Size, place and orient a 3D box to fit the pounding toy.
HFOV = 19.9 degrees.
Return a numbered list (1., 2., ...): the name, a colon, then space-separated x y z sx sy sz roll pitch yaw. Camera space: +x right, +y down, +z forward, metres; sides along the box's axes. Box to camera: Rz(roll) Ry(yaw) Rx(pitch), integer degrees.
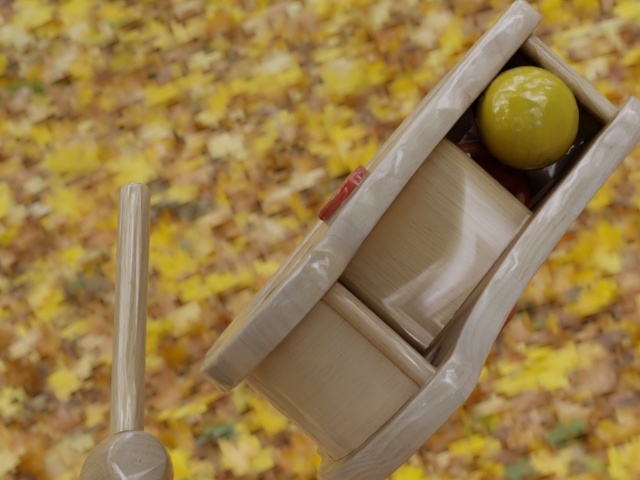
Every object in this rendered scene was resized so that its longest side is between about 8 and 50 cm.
1. pounding toy: 0.000 0.000 0.727 0.155 0.154 0.269 41 70 -2
